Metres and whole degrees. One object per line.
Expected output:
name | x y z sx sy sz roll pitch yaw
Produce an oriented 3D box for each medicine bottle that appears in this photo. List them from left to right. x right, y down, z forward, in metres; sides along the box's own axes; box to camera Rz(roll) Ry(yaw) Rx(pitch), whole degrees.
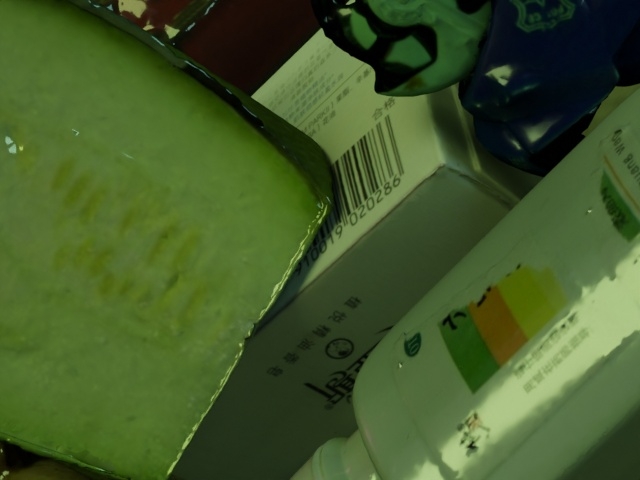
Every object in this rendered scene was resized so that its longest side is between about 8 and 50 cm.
medicine bottle | 0.109 0.068 0.978 0.296 0.111 0.161 -46 37 19

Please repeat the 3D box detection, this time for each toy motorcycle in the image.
toy motorcycle | 0.166 -0.148 1.017 0.331 0.196 0.125 -26 19 9

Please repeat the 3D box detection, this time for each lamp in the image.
lamp | -0.066 -0.158 1.347 0.274 0.177 0.177 -48 25 -26

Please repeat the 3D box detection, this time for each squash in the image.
squash | -0.193 -0.039 1.084 0.234 0.309 0.210 -58 30 1

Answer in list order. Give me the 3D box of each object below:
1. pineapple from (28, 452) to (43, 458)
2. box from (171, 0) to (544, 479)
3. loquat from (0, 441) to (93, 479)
pineapple | -0.185 0.079 1.315 0.209 0.286 0.344 54 148 33
box | 0.002 0.001 1.188 0.274 0.116 0.203 -43 34 25
loquat | -0.160 0.201 1.162 0.149 0.204 0.172 -28 17 -17
